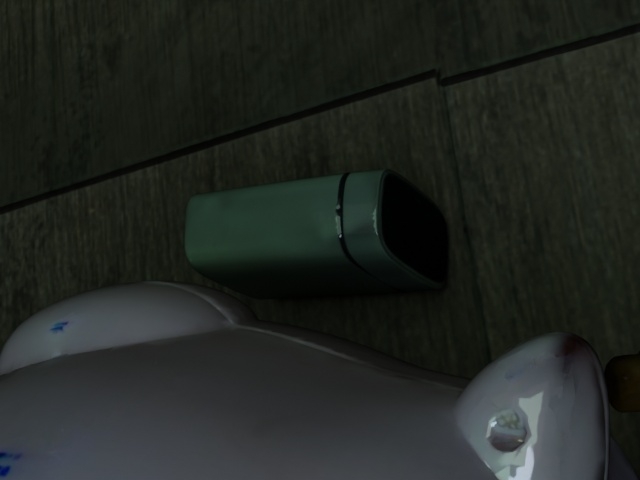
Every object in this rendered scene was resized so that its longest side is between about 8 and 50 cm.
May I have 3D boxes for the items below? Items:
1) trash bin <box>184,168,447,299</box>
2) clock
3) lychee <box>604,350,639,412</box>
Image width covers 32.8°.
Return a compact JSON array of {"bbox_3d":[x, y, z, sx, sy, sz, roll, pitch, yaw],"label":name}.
[{"bbox_3d":[0.000,0.000,0.677,0.130,0.116,0.059,-5,72,25],"label":"trash bin"},{"bbox_3d":[-0.037,0.194,0.475,0.377,0.250,0.368,-14,87,39],"label":"clock"},{"bbox_3d":[0.265,0.064,0.442,0.304,0.276,0.275,5,75,-8],"label":"lychee"}]
